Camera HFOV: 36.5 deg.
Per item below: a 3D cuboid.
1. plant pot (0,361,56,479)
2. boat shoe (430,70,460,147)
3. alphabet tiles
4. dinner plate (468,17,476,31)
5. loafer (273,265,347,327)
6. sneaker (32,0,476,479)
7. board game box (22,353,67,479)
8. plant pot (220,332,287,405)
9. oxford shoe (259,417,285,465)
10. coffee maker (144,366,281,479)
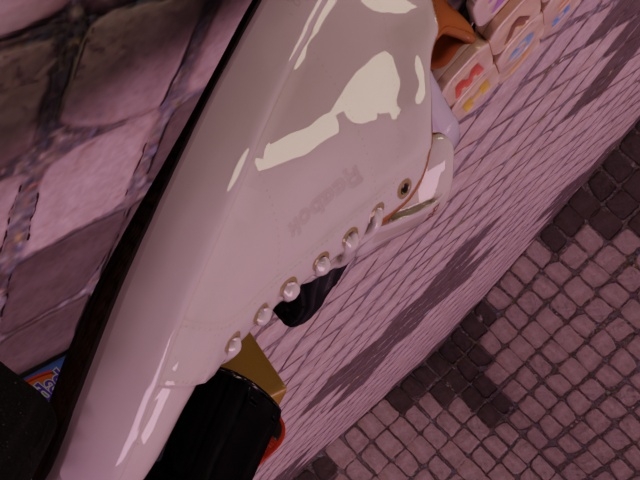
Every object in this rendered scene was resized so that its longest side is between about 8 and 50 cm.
[{"bbox_3d":[-0.194,0.095,0.297,0.188,0.187,0.167,-56,176,39],"label":"plant pot"},{"bbox_3d":[0.031,-0.099,0.623,0.076,0.083,0.226,-34,156,3],"label":"boat shoe"},{"bbox_3d":[0.196,-0.216,0.793,0.284,0.021,0.278,-48,168,7],"label":"alphabet tiles"},{"bbox_3d":[0.161,-0.210,0.778,0.141,0.017,0.141,-42,167,-12],"label":"dinner plate"},{"bbox_3d":[0.000,0.000,0.795,0.078,0.076,0.223,-29,157,-28],"label":"loafer"},{"bbox_3d":[-0.008,-0.010,0.405,0.290,0.123,0.106,-64,-165,-22],"label":"sneaker"},{"bbox_3d":[-0.232,0.174,0.682,0.160,0.047,0.210,-29,160,-52],"label":"board game box"},{"bbox_3d":[-0.095,0.149,0.968,0.083,0.081,0.081,-26,160,-27],"label":"plant pot"},{"bbox_3d":[-0.151,0.318,1.287,0.271,0.097,0.098,-29,165,-51],"label":"oxford shoe"},{"bbox_3d":[-0.098,0.195,0.769,0.120,0.171,0.178,99,12,-69],"label":"coffee maker"}]
